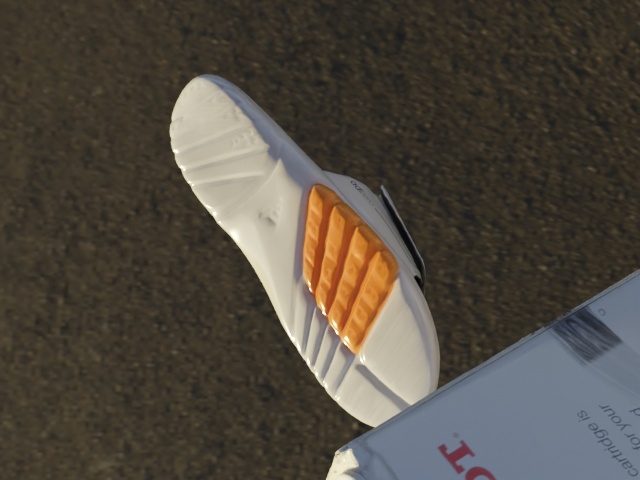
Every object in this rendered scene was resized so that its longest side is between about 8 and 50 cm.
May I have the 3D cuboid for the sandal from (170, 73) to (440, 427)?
[{"bbox_3d":[0.005,-0.008,0.844,0.265,0.076,0.102,54,129,21],"label":"sandal"}]

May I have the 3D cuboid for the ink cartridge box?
[{"bbox_3d":[0.127,0.100,0.461,0.158,0.218,0.092,51,150,24],"label":"ink cartridge box"}]
